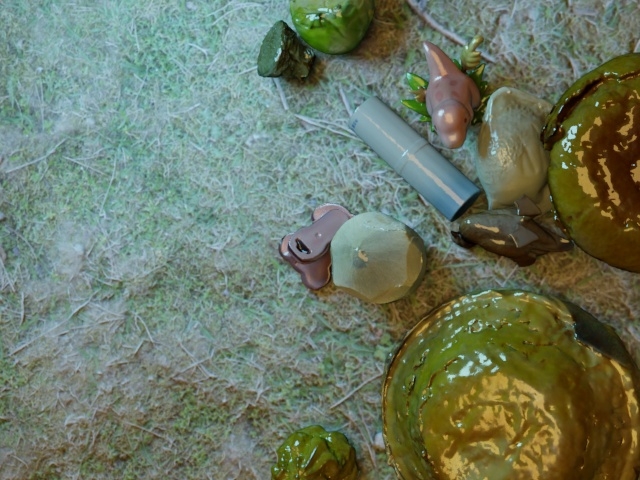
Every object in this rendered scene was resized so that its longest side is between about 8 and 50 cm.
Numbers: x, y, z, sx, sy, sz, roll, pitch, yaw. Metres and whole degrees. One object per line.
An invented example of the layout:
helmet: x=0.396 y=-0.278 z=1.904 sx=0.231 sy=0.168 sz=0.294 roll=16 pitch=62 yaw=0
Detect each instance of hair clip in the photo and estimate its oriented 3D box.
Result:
hair clip: x=0.000 y=0.004 z=1.517 sx=0.123 sy=0.102 sz=0.138 roll=43 pitch=69 yaw=12

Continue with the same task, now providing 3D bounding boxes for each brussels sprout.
brussels sprout: x=0.026 y=-0.393 z=1.470 sx=0.149 sy=0.122 sz=0.151 roll=-15 pitch=50 yaw=10

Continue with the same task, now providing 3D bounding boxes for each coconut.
coconut: x=0.097 y=0.032 z=1.414 sx=0.161 sy=0.162 sz=0.160 roll=0 pitch=90 yaw=19

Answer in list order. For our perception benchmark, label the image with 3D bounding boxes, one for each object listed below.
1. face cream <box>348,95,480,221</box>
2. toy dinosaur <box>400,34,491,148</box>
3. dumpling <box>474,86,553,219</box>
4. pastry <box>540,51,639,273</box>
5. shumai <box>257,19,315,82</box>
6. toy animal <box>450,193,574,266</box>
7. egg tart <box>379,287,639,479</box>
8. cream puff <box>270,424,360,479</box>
face cream: x=0.160 y=-0.142 z=1.440 sx=0.250 sy=0.077 sz=0.077 roll=45 pitch=102 yaw=14
toy dinosaur: x=0.197 y=-0.235 z=1.378 sx=0.152 sy=0.177 sz=0.194 roll=-3 pitch=86 yaw=17
dumpling: x=0.335 y=-0.138 z=1.365 sx=0.167 sy=0.126 sz=0.215 roll=-5 pitch=85 yaw=2
pastry: x=0.506 y=-0.116 z=1.259 sx=0.356 sy=0.164 sz=0.355 roll=0 pitch=89 yaw=0
shumai: x=-0.057 y=-0.336 z=1.517 sx=0.099 sy=0.087 sz=0.123 roll=-50 pitch=32 yaw=39
toy animal: x=0.313 y=-0.003 z=1.379 sx=0.188 sy=0.179 sz=0.089 roll=16 pitch=72 yaw=-15
egg tart: x=0.292 y=0.289 z=1.340 sx=0.444 sy=0.178 sz=0.442 roll=0 pitch=90 yaw=20
cream puff: x=-0.009 y=0.402 z=1.460 sx=0.121 sy=0.156 sz=0.156 roll=-40 pitch=77 yaw=32
